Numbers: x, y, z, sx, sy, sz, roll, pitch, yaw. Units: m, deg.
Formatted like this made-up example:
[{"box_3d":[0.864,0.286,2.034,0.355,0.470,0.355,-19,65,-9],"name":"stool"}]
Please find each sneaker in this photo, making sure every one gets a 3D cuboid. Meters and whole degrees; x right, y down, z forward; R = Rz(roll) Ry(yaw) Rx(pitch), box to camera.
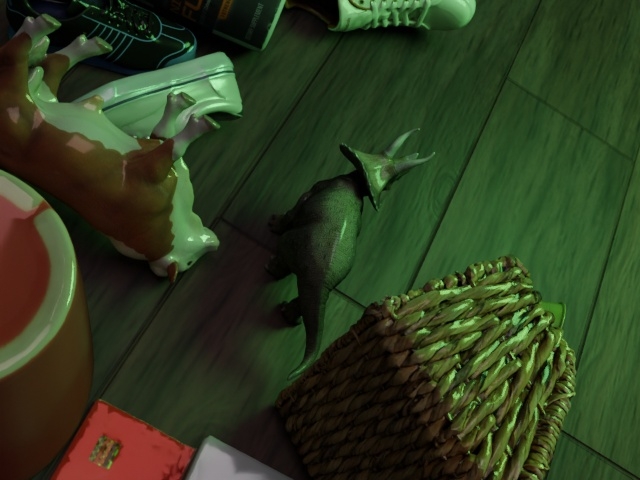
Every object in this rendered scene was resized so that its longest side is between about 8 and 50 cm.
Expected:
[{"box_3d":[-0.260,-0.264,0.969,0.232,0.090,0.081,2,64,-22],"name":"sneaker"},{"box_3d":[0.079,-0.336,1.150,0.290,0.106,0.123,13,62,-3],"name":"sneaker"},{"box_3d":[-0.203,-0.143,0.933,0.258,0.094,0.091,-26,93,-24],"name":"sneaker"}]

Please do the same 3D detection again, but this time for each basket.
[{"box_3d":[0.123,0.179,0.776,0.213,0.299,0.223,-16,69,-30],"name":"basket"}]

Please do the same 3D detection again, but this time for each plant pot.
[{"box_3d":[-0.320,0.072,0.679,0.275,0.243,0.275,9,61,-17],"name":"plant pot"},{"box_3d":[0.257,0.102,1.010,0.079,0.083,0.083,23,57,4],"name":"plant pot"}]

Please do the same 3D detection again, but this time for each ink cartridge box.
[{"box_3d":[-0.163,0.308,0.733,0.239,0.060,0.275,30,57,-8],"name":"ink cartridge box"}]

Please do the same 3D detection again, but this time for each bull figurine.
[{"box_3d":[-0.219,-0.089,0.828,0.310,0.188,0.101,31,13,-19],"name":"bull figurine"}]

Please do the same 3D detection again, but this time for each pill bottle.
[{"box_3d":[-0.166,-0.350,1.031,0.246,0.130,0.130,21,58,-11],"name":"pill bottle"}]

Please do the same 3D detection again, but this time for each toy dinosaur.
[{"box_3d":[0.000,0.000,0.900,0.121,0.160,0.313,32,56,-4],"name":"toy dinosaur"}]
